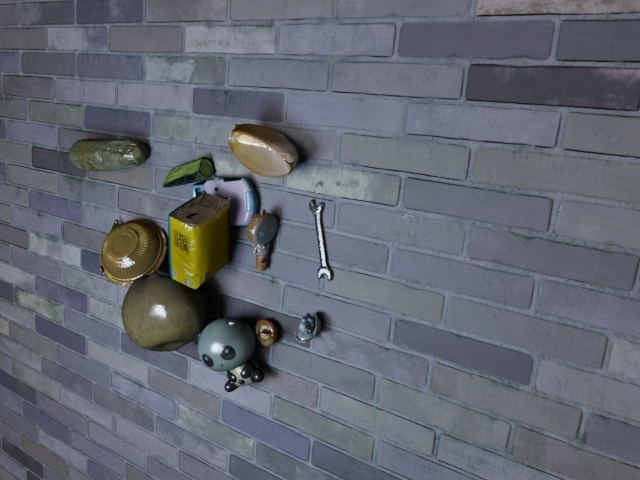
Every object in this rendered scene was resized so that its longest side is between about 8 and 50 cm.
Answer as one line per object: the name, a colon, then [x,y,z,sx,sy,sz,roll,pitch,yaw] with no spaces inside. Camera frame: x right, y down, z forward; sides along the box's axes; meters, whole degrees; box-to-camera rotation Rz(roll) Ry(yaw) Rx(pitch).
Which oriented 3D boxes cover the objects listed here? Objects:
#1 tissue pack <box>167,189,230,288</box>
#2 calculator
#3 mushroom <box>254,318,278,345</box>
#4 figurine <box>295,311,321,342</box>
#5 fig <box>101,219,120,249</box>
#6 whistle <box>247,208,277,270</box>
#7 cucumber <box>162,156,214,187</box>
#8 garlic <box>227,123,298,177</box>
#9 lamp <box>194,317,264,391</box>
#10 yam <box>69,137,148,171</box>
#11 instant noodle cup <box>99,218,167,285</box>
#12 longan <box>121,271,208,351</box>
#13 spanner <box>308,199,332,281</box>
tissue pack: [-0.386,-0.001,1.766,0.134,0.192,0.271,25,132,18]
calculator: [-0.330,-0.126,1.839,0.293,0.051,0.173,-2,98,33]
mushroom: [-0.171,0.307,1.789,0.129,0.072,0.088,-161,85,-69]
figurine: [-0.039,0.265,1.703,0.082,0.094,0.086,-3,132,-3]
fig: [-0.791,0.007,2.134,0.117,0.117,0.177,-25,60,33]
whistle: [-0.188,-0.002,1.747,0.057,0.107,0.220,26,126,35]
cucumber: [-0.460,-0.226,1.906,0.211,0.062,0.078,-12,54,40]
garlic: [-0.163,-0.266,1.643,0.245,0.164,0.145,27,95,21]
lamp: [-0.297,0.374,1.817,0.197,0.198,0.244,-20,104,33]
yam: [-0.788,-0.328,2.060,0.330,0.133,0.133,2,99,28]
instant noodle cup: [-0.707,0.027,2.000,0.274,0.091,0.274,-4,67,10]
longan: [-0.538,0.246,1.901,0.350,0.288,0.288,-19,88,41]
spanner: [0.000,0.000,1.668,0.054,0.015,0.255,-5,96,34]
